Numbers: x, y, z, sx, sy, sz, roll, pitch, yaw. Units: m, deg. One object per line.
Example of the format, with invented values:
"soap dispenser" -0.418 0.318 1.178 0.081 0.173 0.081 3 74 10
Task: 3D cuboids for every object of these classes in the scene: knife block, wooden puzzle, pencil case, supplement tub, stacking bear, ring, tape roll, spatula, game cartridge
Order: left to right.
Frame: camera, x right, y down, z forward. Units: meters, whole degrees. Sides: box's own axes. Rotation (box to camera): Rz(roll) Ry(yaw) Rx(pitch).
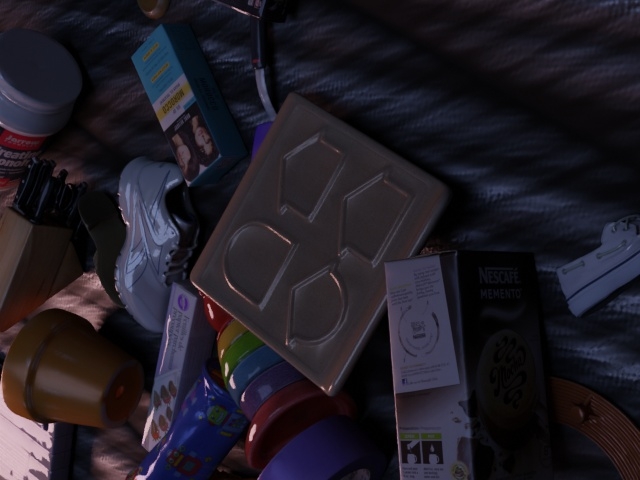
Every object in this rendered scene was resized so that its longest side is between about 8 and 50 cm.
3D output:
"supplement tub" -0.563 -0.231 2.032 0.272 0.191 0.191 -42 69 40
"game cartridge" -0.628 0.387 2.300 0.355 0.068 0.230 26 118 37
"knife block" -0.529 -0.004 2.017 0.088 0.276 0.242 30 146 36
"pencil case" -0.202 0.323 1.818 0.119 0.133 0.306 32 113 -6
"stacking bear" -0.084 0.162 1.686 0.164 0.175 0.289 92 153 -51
"spatula" -0.083 -0.234 1.694 0.084 0.030 0.296 -1 97 42
"tape roll" -0.001 0.344 1.614 0.080 0.189 0.189 44 124 28
"wooden puzzle" 0.000 0.000 1.583 0.348 0.080 0.322 36 101 38
"ring" 0.297 0.340 1.445 0.337 0.032 0.336 9 104 43

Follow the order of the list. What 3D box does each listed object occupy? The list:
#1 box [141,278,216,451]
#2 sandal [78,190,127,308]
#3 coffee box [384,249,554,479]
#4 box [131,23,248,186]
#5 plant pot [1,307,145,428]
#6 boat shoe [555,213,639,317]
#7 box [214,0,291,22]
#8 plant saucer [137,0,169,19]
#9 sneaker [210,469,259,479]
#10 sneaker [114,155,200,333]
"box" -0.232 0.219 1.893 0.063 0.067 0.324 30 118 35
"sandal" -0.361 0.028 1.989 0.079 0.088 0.240 99 147 -61
"coffee box" 0.184 0.165 1.395 0.119 0.168 0.297 -10 82 44
"box" -0.210 -0.216 1.795 0.100 0.060 0.244 -37 72 41
"plant pot" -0.424 0.244 2.001 0.188 0.205 0.205 17 110 24
"boat shoe" 0.352 0.008 1.295 0.226 0.083 0.075 -43 70 40
"box" -0.100 -0.452 1.636 0.183 0.056 0.231 30 110 35
"plant saucer" -0.279 -0.405 1.856 0.083 0.015 0.083 10 105 42
"sneaker" -0.163 0.407 1.866 0.175 0.064 0.067 -21 73 40
"sneaker" -0.262 0.011 1.858 0.129 0.111 0.297 5 102 37
